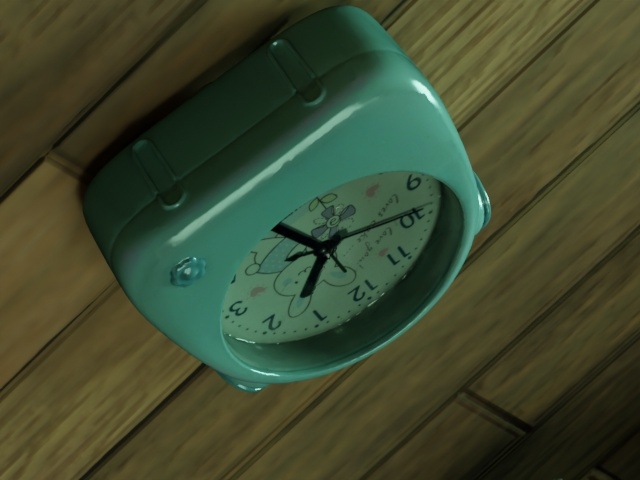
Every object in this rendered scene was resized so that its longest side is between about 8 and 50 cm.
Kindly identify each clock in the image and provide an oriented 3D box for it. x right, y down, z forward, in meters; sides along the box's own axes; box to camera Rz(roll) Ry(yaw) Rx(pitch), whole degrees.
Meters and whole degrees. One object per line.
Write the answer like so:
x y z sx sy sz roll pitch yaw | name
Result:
0.000 0.001 0.583 0.108 0.045 0.147 -35 144 2 | clock

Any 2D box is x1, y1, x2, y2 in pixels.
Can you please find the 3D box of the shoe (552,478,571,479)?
0.147 0.224 0.839 0.198 0.172 0.351 18 135 6 | shoe
